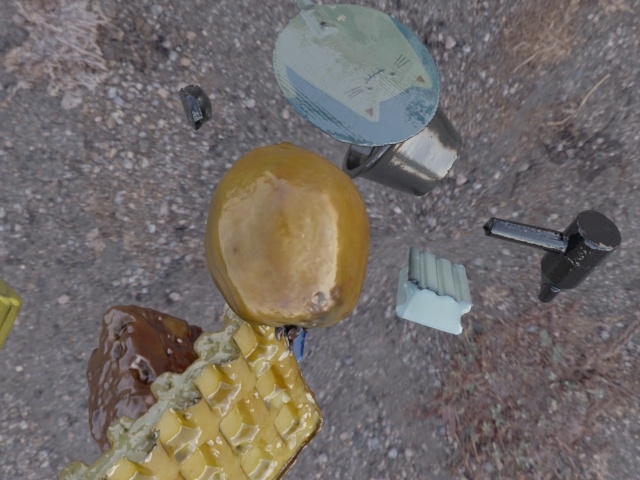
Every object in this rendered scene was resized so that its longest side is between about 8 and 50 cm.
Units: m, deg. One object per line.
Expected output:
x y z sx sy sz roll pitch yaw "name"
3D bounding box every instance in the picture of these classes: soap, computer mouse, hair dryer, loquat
0.251 0.109 1.613 0.150 0.261 0.094 22 108 2 "soap"
-0.222 -0.243 1.285 0.047 0.135 0.079 -20 109 -14 "computer mouse"
0.501 0.024 1.676 0.303 0.244 0.116 14 49 -9 "hair dryer"
-0.033 0.002 0.789 0.187 0.176 0.234 4 71 -18 "loquat"

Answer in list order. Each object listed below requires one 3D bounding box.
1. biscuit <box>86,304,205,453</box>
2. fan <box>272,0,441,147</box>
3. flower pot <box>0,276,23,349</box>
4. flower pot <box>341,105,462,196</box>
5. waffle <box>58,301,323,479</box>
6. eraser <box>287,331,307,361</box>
-0.273 0.327 1.429 0.166 0.395 0.342 -35 53 20 "biscuit"
0.007 -0.134 0.468 0.113 0.005 0.175 -32 78 -26 "fan"
-0.423 0.093 0.741 0.195 0.195 0.179 37 82 6 "flower pot"
0.166 -0.179 1.336 0.148 0.235 0.235 32 95 -17 "flower pot"
-0.145 0.281 0.944 0.078 0.304 0.348 20 52 35 "waffle"
-0.093 0.185 1.535 0.043 0.312 0.144 -42 77 -16 "eraser"
